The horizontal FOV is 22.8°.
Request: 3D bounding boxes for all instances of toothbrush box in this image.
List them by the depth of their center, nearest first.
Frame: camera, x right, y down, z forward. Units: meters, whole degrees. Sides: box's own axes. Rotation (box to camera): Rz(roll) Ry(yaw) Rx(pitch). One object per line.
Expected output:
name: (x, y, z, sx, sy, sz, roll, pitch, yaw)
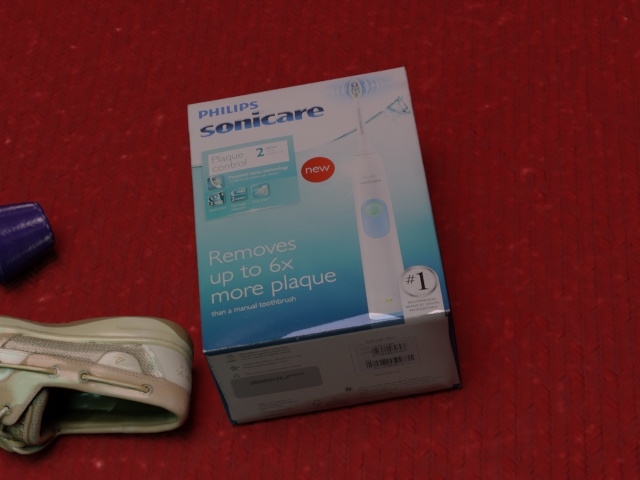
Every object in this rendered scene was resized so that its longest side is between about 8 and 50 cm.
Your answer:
toothbrush box: (0.000, 0.000, 1.458, 0.216, 0.126, 0.295, -9, 50, 4)

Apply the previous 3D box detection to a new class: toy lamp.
toy lamp: (-0.388, 0.036, 1.521, 0.274, 0.080, 0.080, -26, 52, -17)

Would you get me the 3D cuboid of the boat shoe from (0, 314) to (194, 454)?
boat shoe: (-0.265, 0.135, 1.418, 0.302, 0.109, 0.098, -3, 51, 1)
